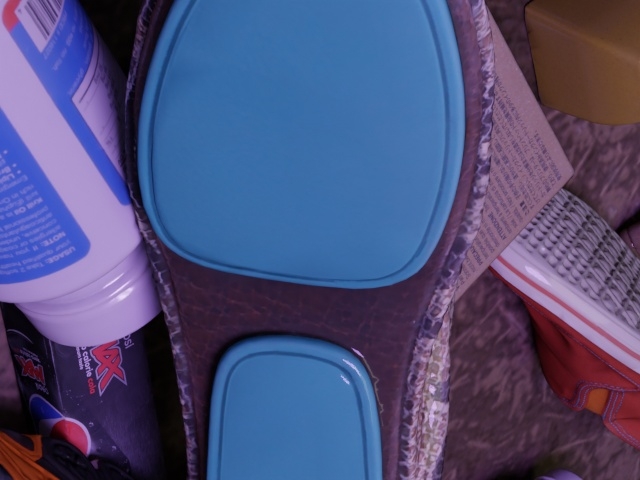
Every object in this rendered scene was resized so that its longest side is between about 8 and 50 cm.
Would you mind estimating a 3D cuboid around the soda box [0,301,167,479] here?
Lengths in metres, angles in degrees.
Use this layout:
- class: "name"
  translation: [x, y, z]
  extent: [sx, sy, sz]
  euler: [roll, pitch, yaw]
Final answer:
- class: "soda box"
  translation: [-0.127, 0.089, 1.090]
  extent: [0.060, 0.053, 0.169]
  euler: [-28, 131, -28]

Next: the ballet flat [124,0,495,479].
- class: "ballet flat"
  translation: [0.000, 0.000, 0.950]
  extent: [0.182, 0.164, 0.482]
  euler: [-73, 167, -51]

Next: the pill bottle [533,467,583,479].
- class: "pill bottle"
  translation: [0.120, 0.223, 1.381]
  extent: [0.160, 0.087, 0.087]
  euler: [-27, 131, -27]

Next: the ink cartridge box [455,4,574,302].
- class: "ink cartridge box"
  translation: [0.018, -0.053, 1.108]
  extent: [0.193, 0.088, 0.234]
  euler: [-45, 138, -9]

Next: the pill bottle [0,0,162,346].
- class: "pill bottle"
  translation: [-0.146, -0.048, 0.931]
  extent: [0.124, 0.124, 0.221]
  euler: [-43, 137, -14]

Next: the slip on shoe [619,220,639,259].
- class: "slip on shoe"
  translation: [0.246, 0.024, 1.408]
  extent: [0.041, 0.051, 0.135]
  euler: [-16, 149, 16]

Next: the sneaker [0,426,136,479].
- class: "sneaker"
  translation: [-0.177, 0.157, 1.026]
  extent: [0.262, 0.099, 0.121]
  euler: [37, 108, -20]

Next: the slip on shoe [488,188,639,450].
- class: "slip on shoe"
  translation: [0.186, 0.067, 1.330]
  extent: [0.101, 0.123, 0.331]
  euler: [-31, 137, 20]

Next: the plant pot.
- class: "plant pot"
  translation: [0.188, -0.118, 1.227]
  extent: [0.081, 0.083, 0.081]
  euler: [-37, 135, -21]
